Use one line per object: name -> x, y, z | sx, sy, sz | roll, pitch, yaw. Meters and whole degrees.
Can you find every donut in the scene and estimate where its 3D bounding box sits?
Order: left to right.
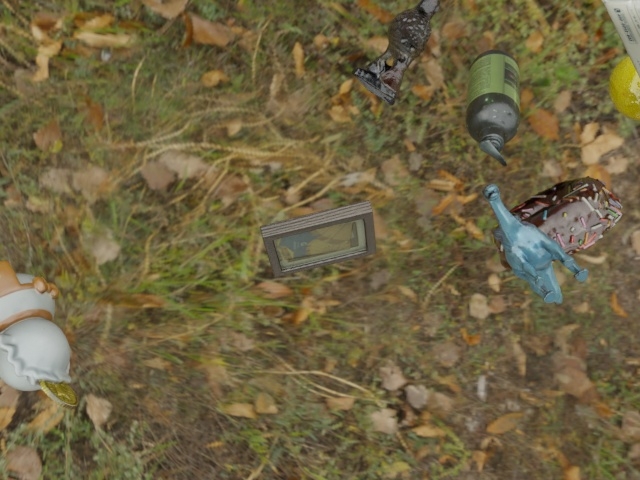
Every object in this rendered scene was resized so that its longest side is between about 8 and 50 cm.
donut -> 0.404, -0.035, 1.518 | 0.235, 0.235, 0.089 | -32, 97, -17

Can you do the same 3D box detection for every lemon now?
lemon -> 0.536, -0.255, 1.460 | 0.109, 0.133, 0.109 | 1, 122, 2

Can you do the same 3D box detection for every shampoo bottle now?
shampoo bottle -> 0.328, -0.251, 1.665 | 0.101, 0.101, 0.284 | 27, 42, -12

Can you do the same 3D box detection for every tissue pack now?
tissue pack -> 0.227, -0.138, 0.564 | 0.083, 0.062, 0.042 | 46, 69, -34

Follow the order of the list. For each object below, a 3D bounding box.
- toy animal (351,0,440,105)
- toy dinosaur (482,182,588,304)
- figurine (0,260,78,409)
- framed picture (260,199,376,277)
toy animal -> 0.109, -0.245, 1.072 | 0.070, 0.105, 0.202 | 36, 68, -11
toy dinosaur -> 0.174, 0.011, 0.714 | 0.045, 0.080, 0.197 | -39, 140, 6
figurine -> -0.406, 0.119, 1.202 | 0.271, 0.143, 0.143 | 35, 73, 24
framed picture -> 0.000, 0.000, 1.344 | 0.168, 0.128, 0.023 | -13, 58, -1
